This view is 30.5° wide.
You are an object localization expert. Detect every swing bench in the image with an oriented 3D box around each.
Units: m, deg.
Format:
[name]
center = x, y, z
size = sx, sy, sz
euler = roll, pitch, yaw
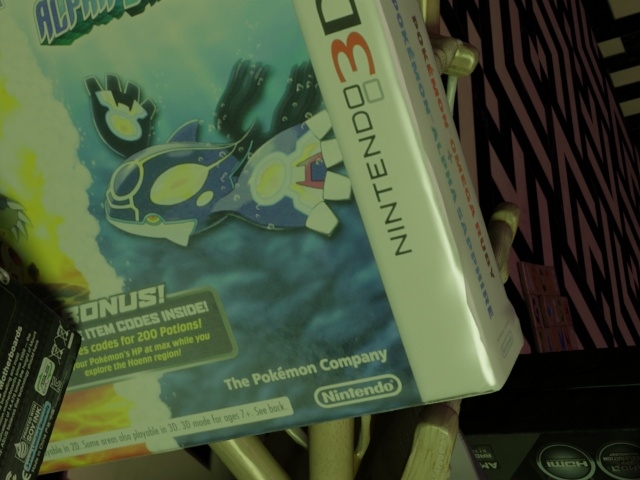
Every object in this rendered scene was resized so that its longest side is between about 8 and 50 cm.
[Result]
[swing bench]
center = 0.000, 0.000, 0.566
size = 0.253, 0.165, 0.255
euler = -58, 131, -63

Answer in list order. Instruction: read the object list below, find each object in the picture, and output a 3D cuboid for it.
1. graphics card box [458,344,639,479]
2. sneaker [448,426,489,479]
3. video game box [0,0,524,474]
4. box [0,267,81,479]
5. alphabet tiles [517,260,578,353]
[graphics card box]
center = 0.260, 0.244, 0.969
size = 0.371, 0.232, 0.094
euler = 63, 35, -32
[sneaker]
center = 0.062, 0.167, 0.733
size = 0.094, 0.091, 0.258
euler = 59, 5, -25
[video game box]
center = -0.060, -0.026, 0.371
size = 0.048, 0.205, 0.187
euler = -38, 111, -66
[box]
center = -0.141, 0.067, 0.259
size = 0.184, 0.045, 0.191
euler = 51, 45, -52
[alphabet tiles]
center = 0.294, 0.127, 1.456
size = 0.237, 0.009, 0.198
euler = 8, 69, -67
